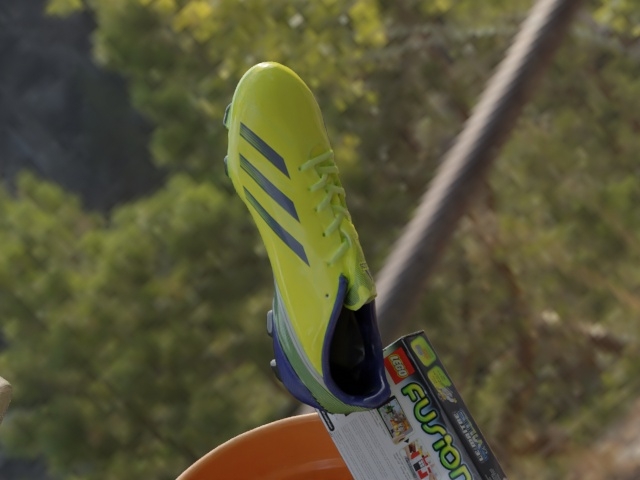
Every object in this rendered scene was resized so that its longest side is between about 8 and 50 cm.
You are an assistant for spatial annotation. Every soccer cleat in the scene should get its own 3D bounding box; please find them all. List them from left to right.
[{"bbox_3d":[0.001,0.000,1.503,0.093,0.289,0.121,-23,22,-34],"label":"soccer cleat"}]

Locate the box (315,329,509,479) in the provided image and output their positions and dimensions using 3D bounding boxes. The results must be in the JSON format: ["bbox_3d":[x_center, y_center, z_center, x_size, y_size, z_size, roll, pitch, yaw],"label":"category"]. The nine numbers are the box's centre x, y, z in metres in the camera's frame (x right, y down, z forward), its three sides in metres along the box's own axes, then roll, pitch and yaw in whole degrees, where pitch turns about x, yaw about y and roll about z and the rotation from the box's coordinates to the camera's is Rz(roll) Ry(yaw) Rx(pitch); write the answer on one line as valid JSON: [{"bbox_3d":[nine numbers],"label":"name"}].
[{"bbox_3d":[0.087,0.191,1.575,0.114,0.207,0.036,-36,-14,33],"label":"box"}]

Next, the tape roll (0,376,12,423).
[{"bbox_3d":[-0.372,0.247,1.466,0.392,0.072,0.392,-55,-1,-2],"label":"tape roll"}]

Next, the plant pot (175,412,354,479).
[{"bbox_3d":[0.003,0.324,1.821,0.291,0.203,0.291,-15,27,8],"label":"plant pot"}]
